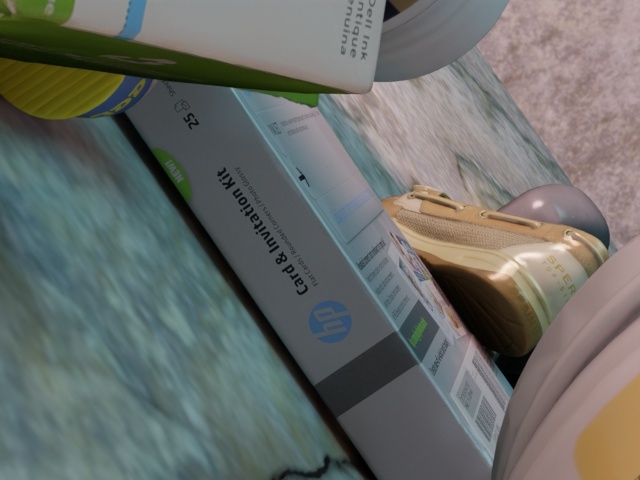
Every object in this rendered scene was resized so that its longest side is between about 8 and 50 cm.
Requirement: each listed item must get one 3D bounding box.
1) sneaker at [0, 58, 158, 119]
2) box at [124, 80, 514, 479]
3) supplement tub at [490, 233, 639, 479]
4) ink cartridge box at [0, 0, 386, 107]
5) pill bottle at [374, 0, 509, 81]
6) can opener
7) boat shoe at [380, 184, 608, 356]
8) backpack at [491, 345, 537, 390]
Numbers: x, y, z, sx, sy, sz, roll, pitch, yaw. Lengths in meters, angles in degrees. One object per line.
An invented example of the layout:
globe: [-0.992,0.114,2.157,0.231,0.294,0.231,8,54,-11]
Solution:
sneaker: [-0.086,-0.095,0.543,0.144,0.053,0.059,66,15,11]
box: [0.000,0.000,0.672,0.186,0.038,0.145,56,9,-1]
supplement tub: [0.157,0.132,0.400,0.241,0.241,0.331,51,11,-20]
ink cartridge box: [-0.015,-0.128,0.441,0.255,0.097,0.189,4,94,-60]
pill bottle: [-0.012,-0.176,0.856,0.153,0.153,0.264,61,12,29]
can opener: [0.108,0.033,0.944,0.074,0.093,0.280,56,5,9]
boat shoe: [0.058,0.006,0.778,0.056,0.048,0.153,59,-15,-17]
backpack: [0.176,0.106,0.775,0.188,0.165,0.144,62,-3,-31]
